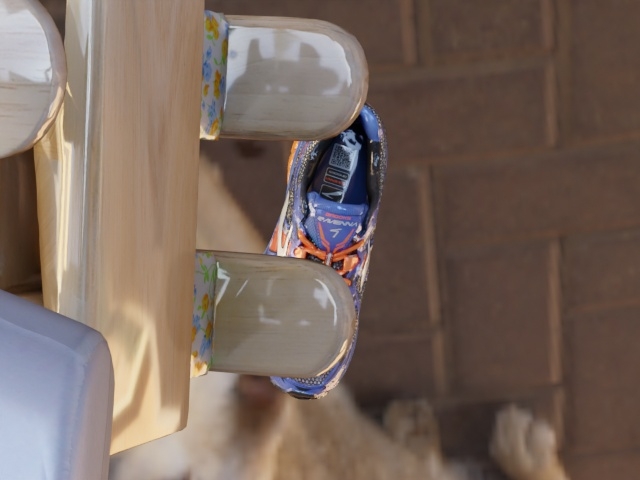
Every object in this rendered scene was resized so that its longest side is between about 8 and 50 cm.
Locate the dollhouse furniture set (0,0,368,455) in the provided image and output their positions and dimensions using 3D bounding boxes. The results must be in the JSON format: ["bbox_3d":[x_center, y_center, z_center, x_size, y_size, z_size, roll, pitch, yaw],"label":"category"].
[{"bbox_3d":[-0.057,0.075,0.900,0.256,0.394,0.362,4,-176,20],"label":"dollhouse furniture set"}]

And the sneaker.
[{"bbox_3d":[0.000,0.000,1.352,0.083,0.221,0.087,9,169,-6],"label":"sneaker"}]

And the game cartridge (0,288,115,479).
[{"bbox_3d":[-0.158,0.121,0.326,0.196,0.294,0.060,22,165,4],"label":"game cartridge"}]
